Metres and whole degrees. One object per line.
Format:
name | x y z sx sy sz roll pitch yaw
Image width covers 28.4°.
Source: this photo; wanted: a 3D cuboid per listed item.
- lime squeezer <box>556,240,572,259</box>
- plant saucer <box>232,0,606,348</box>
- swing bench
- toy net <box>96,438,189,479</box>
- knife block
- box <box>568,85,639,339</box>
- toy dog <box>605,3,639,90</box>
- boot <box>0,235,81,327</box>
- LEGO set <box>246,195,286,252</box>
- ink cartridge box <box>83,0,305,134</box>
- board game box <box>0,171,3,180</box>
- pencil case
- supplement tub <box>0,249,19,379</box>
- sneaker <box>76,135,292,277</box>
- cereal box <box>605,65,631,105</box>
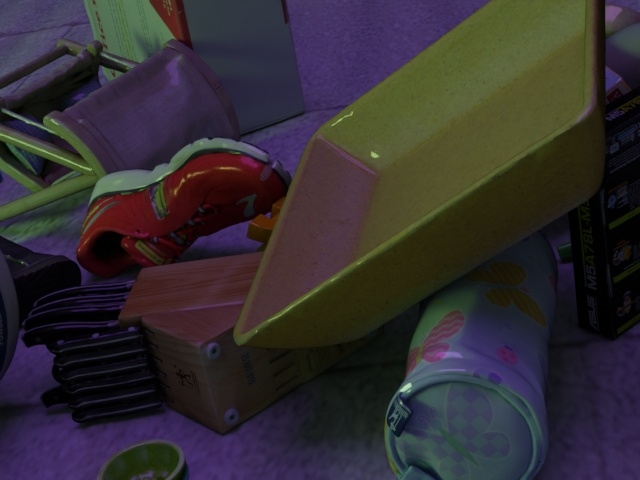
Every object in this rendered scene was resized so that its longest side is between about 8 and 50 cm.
lime squeezer | 0.368 -0.053 1.208 0.310 0.059 0.110 -27 29 -28
plant saucer | 0.104 -0.066 1.002 0.333 0.081 0.333 -35 21 30
swing bench | -0.272 -0.132 1.525 0.255 0.165 0.253 4 29 29
toy net | -0.095 0.214 0.864 0.122 0.045 0.232 -29 30 -33
knife block | -0.116 0.069 1.125 0.276 0.088 0.242 -29 31 -32
box | 0.284 -0.039 1.066 0.191 0.184 0.045 -30 33 -31
toy dog | 0.379 -0.169 1.283 0.161 0.220 0.334 20 6 -17
boot | -0.375 0.038 1.321 0.208 0.076 0.190 21 25 38
LEGO set | 0.000 0.000 1.220 0.093 0.087 0.227 31 46 19
ink cartridge box | -0.195 -0.324 1.756 0.160 0.279 0.385 -22 27 -22
board game box | -0.535 -0.055 1.614 0.160 0.047 0.210 1 27 26
pencil case | 0.121 0.083 0.967 0.113 0.124 0.273 22 31 1
supplement tub | -0.419 0.091 1.007 0.228 0.228 0.316 1 20 26
sneaker | -0.141 -0.017 1.278 0.279 0.107 0.118 -17 43 40
cereal box | 0.188 -0.097 1.268 0.240 0.047 0.173 -38 24 9
